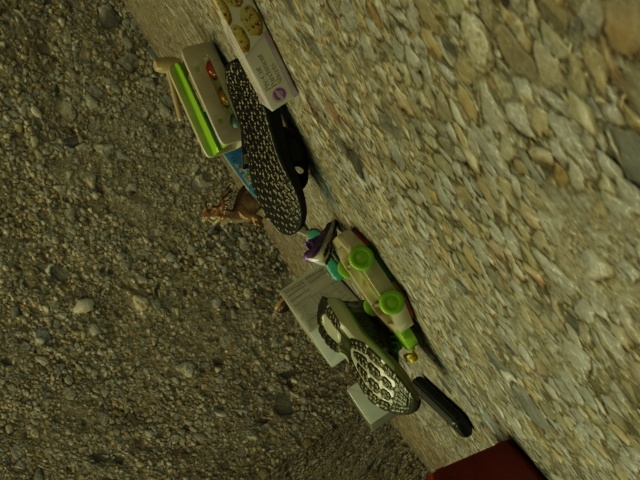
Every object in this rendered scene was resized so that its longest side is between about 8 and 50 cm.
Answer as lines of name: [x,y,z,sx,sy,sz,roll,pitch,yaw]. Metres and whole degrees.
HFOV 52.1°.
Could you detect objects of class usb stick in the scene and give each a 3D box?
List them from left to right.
usb stick: [0.326,0.449,1.785,0.077,0.045,0.278,60,171,-18]

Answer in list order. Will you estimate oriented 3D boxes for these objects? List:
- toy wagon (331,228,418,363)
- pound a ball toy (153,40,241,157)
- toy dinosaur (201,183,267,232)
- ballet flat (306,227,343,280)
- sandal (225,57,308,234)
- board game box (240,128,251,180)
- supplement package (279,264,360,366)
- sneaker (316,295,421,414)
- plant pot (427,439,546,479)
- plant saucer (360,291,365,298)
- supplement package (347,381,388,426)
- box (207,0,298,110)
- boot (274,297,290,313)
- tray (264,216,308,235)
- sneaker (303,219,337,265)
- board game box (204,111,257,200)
toy wagon: [0.140,0.132,1.555,0.344,0.068,0.267,55,173,3]
pound a ball toy: [-0.311,-0.391,1.783,0.208,0.136,0.319,-20,94,58]
toy dinosaur: [-0.255,-0.141,2.274,0.200,0.295,0.127,43,145,-11]
ballet flat: [0.013,0.039,2.000,0.188,0.070,0.070,62,171,-15]
sandal: [-0.092,-0.207,1.487,0.168,0.107,0.445,25,138,42]
board game box: [-0.140,-0.212,1.686,0.194,0.060,0.194,55,-155,-57]
supplement package: [0.025,0.251,2.266,0.262,0.198,0.199,47,168,50]
sneaker: [0.155,0.265,1.680,0.410,0.182,0.158,49,144,43]
plant pot: [0.358,0.571,1.381,0.267,0.267,0.235,75,172,-67]
plant saucer: [0.135,0.160,1.898,0.083,0.015,0.083,55,172,11]
supplement package: [0.217,0.546,2.309,0.149,0.194,0.203,54,172,23]
box: [-0.140,-0.387,1.166,0.063,0.067,0.324,46,166,55]
boot: [-0.023,0.257,2.454,0.207,0.248,0.090,52,155,18]
tray: [-0.116,-0.058,2.336,0.145,0.030,0.270,26,179,-13]
sneaker: [0.000,0.000,1.648,0.170,0.071,0.068,-60,-30,-56]
board game box: [-0.233,-0.246,2.100,0.308,0.086,0.302,54,180,19]
